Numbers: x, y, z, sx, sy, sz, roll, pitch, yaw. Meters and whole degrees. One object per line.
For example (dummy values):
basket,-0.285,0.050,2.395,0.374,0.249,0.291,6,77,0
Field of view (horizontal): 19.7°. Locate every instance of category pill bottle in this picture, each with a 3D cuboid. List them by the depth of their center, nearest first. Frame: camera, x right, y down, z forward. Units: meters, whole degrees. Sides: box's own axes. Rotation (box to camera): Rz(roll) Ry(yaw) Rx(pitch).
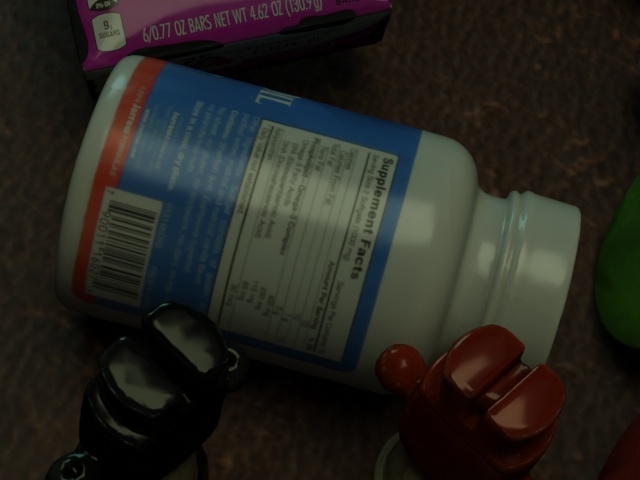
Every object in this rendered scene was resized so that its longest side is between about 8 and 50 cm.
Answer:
pill bottle,0.000,0.000,0.846,0.222,0.124,0.124,15,55,0

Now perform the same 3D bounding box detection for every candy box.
candy box,-0.066,-0.203,0.939,0.159,0.071,0.233,-13,82,-5

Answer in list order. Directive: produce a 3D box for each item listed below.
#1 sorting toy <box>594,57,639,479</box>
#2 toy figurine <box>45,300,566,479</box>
sorting toy,0.217,0.040,0.889,0.126,0.127,0.365,30,48,-25
toy figurine,-0.005,0.141,0.743,0.213,0.148,0.209,3,61,-10
